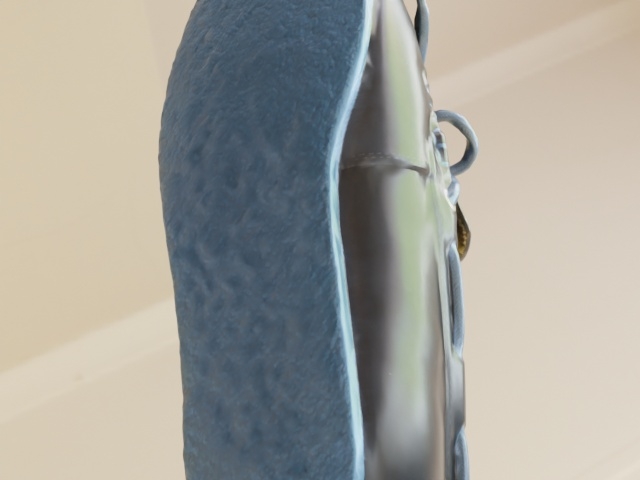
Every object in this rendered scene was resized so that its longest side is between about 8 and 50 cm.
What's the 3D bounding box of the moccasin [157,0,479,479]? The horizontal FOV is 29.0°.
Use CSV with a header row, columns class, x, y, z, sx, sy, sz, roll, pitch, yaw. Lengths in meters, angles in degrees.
class,x,y,z,sx,sy,sz,roll,pitch,yaw
moccasin,0.000,0.000,0.554,0.138,0.117,0.341,-18,-123,34
